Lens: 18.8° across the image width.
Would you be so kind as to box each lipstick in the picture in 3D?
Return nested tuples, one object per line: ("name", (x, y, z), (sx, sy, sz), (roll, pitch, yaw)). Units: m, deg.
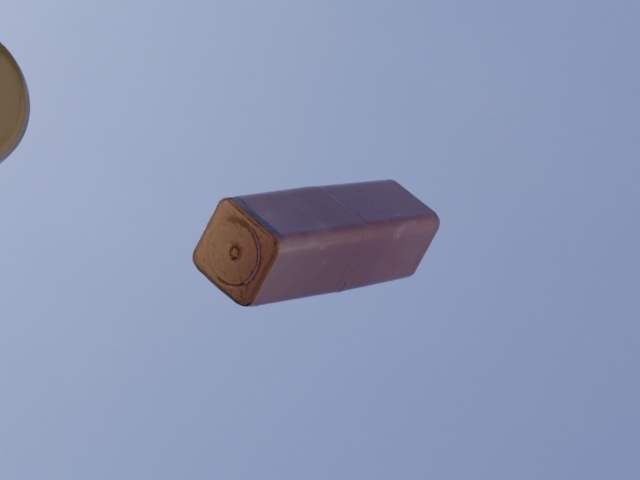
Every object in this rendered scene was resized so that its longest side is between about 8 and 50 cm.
("lipstick", (0.000, 0.000, 0.985), (0.045, 0.145, 0.045), (39, -65, 27))

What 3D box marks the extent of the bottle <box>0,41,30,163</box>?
("bottle", (-0.266, -0.059, 1.192), (0.097, 0.209, 0.110), (-29, -91, -38))
